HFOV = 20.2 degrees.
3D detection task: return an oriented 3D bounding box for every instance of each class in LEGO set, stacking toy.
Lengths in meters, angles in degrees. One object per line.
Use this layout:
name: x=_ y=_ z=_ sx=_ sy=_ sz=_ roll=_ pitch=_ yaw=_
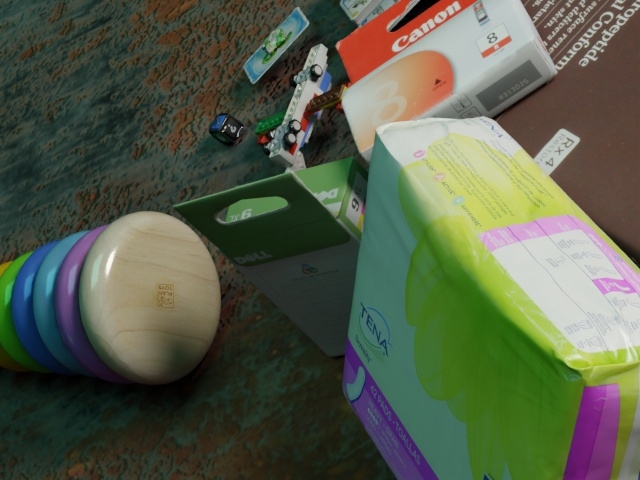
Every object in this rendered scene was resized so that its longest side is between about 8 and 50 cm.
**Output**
LEGO set: x=0.005 y=-0.155 z=1.576 sx=0.244 sy=0.060 sz=0.182 roll=-46 pitch=28 yaw=10
stacking toy: x=-0.244 y=0.062 z=1.544 sx=0.330 sy=0.141 sz=0.141 roll=-8 pitch=51 yaw=42

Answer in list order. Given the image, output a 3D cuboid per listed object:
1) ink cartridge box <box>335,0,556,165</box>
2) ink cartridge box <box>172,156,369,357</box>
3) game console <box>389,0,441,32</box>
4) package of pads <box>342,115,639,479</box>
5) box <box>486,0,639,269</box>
ink cartridge box: x=0.078 y=-0.141 z=1.290 sx=0.145 sy=0.045 sz=0.179 roll=-33 pitch=42 yaw=14
ink cartridge box: x=0.000 y=0.000 z=1.312 sx=0.109 sy=0.209 sz=0.062 roll=-13 pitch=49 yaw=33
game console: x=0.094 y=-0.215 z=1.583 sx=0.107 sy=0.071 sz=0.122 roll=-1 pitch=49 yaw=3
package of pads: x=0.112 y=0.077 z=1.134 sx=0.101 sy=0.229 sz=0.296 roll=-7 pitch=33 yaw=-22
box: x=0.246 y=-0.057 z=1.207 sx=0.191 sy=0.143 sz=0.381 roll=-47 pitch=40 yaw=-4
